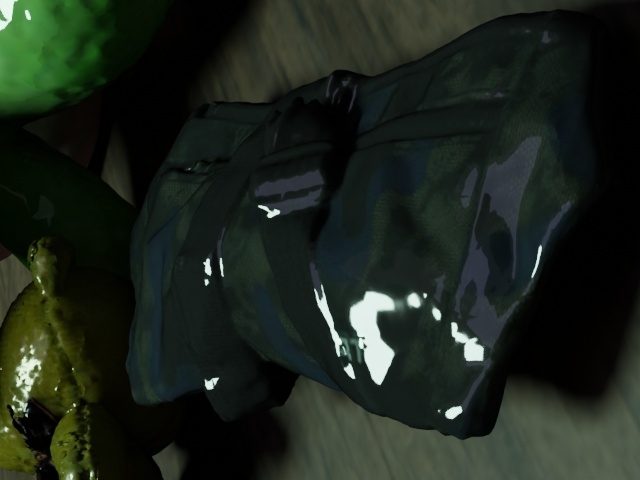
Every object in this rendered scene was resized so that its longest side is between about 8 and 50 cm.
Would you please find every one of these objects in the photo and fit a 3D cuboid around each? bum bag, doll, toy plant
[{"bbox_3d":[0.000,0.000,0.621,0.310,0.074,0.137,-7,71,61],"label":"bum bag"},{"bbox_3d":[-0.107,0.110,0.748,0.137,0.097,0.209,70,-166,-58],"label":"doll"},{"bbox_3d":[-0.219,-0.050,0.885,0.317,0.210,0.356,-53,34,-6],"label":"toy plant"}]
